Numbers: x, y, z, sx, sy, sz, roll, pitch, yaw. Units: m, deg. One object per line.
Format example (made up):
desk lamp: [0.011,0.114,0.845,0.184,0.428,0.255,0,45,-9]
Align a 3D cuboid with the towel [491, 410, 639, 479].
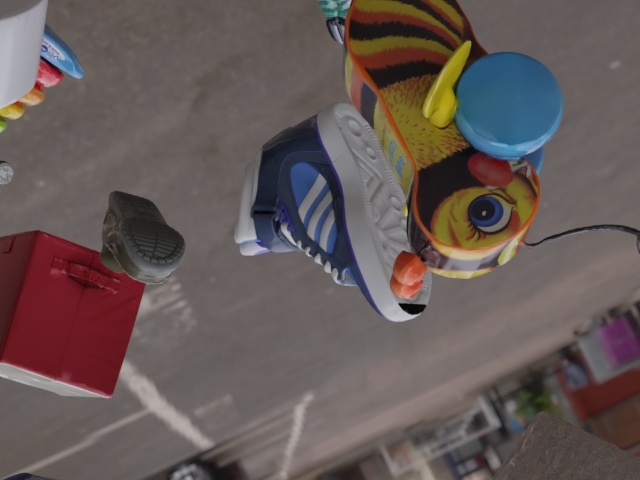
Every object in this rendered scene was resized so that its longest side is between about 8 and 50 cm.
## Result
towel: [0.271,0.299,1.550,0.187,0.049,0.282,-55,-154,-8]

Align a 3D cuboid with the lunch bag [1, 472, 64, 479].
lunch bag: [-0.268,0.346,1.175,0.114,0.303,0.243,7,-171,17]

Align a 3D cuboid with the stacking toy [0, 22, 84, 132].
stacking toy: [-0.498,-0.199,2.024,0.175,0.166,0.302,37,94,-34]

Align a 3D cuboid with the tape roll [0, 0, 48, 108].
tape roll: [-0.409,-0.223,1.356,0.286,0.286,0.100,-17,133,-42]

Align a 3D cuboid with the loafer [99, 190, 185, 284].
loafer: [-0.247,0.011,1.914,0.094,0.087,0.251,15,-165,-19]

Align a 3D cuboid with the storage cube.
storage cube: [-0.387,0.109,2.023,0.183,0.193,0.215,23,165,-30]

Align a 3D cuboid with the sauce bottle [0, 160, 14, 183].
sauce bottle: [-0.399,-0.091,1.629,0.042,0.042,0.128,-19,-151,-37]

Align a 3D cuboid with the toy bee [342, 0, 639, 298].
toy bee: [0.089,-0.049,0.912,0.162,0.298,0.195,-34,142,-15]

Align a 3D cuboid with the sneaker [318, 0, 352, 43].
sneaker: [0.033,-0.428,2.297,0.098,0.083,0.224,-62,151,-33]

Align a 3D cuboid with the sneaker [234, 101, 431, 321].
sneaker: [0.000,0.000,1.867,0.236,0.323,0.130,-34,154,34]
